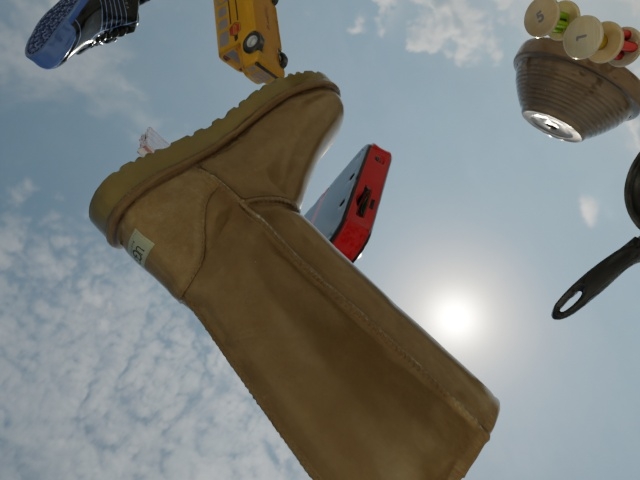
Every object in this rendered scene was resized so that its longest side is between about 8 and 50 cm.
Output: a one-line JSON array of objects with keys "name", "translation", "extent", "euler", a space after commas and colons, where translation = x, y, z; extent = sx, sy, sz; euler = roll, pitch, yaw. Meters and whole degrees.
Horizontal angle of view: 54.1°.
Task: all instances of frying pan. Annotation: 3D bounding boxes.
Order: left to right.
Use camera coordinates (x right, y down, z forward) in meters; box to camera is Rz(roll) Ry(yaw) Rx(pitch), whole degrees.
[{"name": "frying pan", "translation": [0.431, -0.015, 0.728], "extent": [0.053, 0.197, 0.326], "euler": [33, -96, -36]}]

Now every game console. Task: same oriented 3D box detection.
[{"name": "game console", "translation": [0.000, 0.000, 1.217], "extent": [0.060, 0.342, 0.386], "euler": [35, -144, -10]}]

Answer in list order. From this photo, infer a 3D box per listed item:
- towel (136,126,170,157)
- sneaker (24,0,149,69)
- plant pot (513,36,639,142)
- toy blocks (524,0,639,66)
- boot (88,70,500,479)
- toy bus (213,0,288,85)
[{"name": "towel", "translation": [-0.211, -0.099, 0.927], "extent": [0.144, 0.029, 0.197], "euler": [44, -177, -22]}, {"name": "sneaker", "translation": [-0.291, -0.288, 0.817], "extent": [0.090, 0.082, 0.232], "euler": [50, -136, -40]}, {"name": "plant pot", "translation": [0.436, -0.248, 1.109], "extent": [0.238, 0.109, 0.237], "euler": [29, -177, -2]}, {"name": "toy blocks", "translation": [0.362, -0.277, 0.838], "extent": [0.148, 0.054, 0.123], "euler": [-5, -140, -37]}, {"name": "boot", "translation": [0.014, 0.025, 0.433], "extent": [0.269, 0.089, 0.236], "euler": [44, -123, 10]}, {"name": "toy bus", "translation": [-0.170, -0.511, 1.449], "extent": [0.108, 0.130, 0.332], "euler": [23, -126, -56]}]
